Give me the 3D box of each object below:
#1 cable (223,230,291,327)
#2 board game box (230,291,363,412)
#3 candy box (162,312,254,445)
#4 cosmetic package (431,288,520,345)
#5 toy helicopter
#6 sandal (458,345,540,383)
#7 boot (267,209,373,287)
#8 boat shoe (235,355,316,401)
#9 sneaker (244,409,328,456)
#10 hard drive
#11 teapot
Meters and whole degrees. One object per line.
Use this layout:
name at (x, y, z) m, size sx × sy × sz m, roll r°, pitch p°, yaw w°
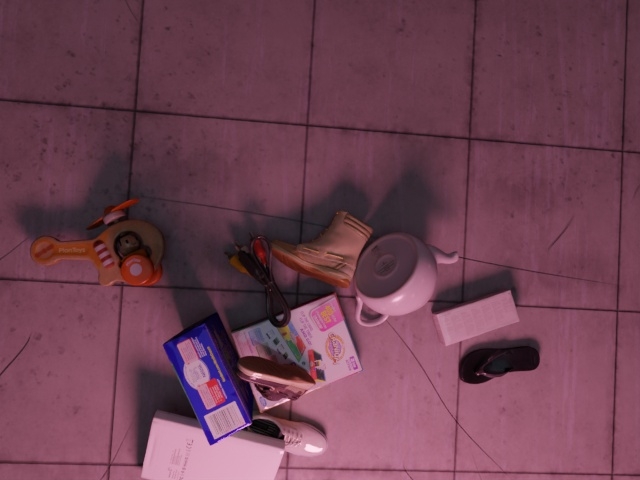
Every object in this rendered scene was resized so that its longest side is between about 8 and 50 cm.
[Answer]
cable at (-0.149, 0.101, 1.581) m, size 0.139 × 0.072 × 0.287 m, roll -38°, pitch 81°, yaw 9°
board game box at (-0.066, 0.314, 1.608) m, size 0.316 × 0.064 × 0.242 m, roll -20°, pitch 90°, yaw -6°
candy box at (-0.277, 0.341, 1.458) m, size 0.122 × 0.317 × 0.268 m, roll -25°, pitch 89°, yaw -5°
cosmetic package at (0.458, 0.226, 1.669) m, size 0.238 × 0.060 × 0.099 m, roll -16°, pitch 91°, yaw -7°
toy helicopter at (-0.604, 0.008, 1.531) m, size 0.354 × 0.140 × 0.235 m, roll -1°, pitch 86°, yaw -4°
sandal at (0.533, 0.363, 1.674) m, size 0.254 × 0.054 × 0.097 m, roll -13°, pitch 89°, yaw -6°
boot at (0.000, 0.000, 1.613) m, size 0.261 × 0.095 × 0.204 m, roll 21°, pitch 71°, yaw 17°
boat shoe at (-0.121, 0.368, 1.455) m, size 0.102 × 0.285 × 0.092 m, roll 33°, pitch 93°, yaw 37°
sneaker at (-0.100, 0.552, 1.580) m, size 0.258 × 0.091 × 0.094 m, roll 17°, pitch 86°, yaw -5°
hard drive at (-0.294, 0.596, 1.532) m, size 0.352 × 0.047 × 0.233 m, roll 16°, pitch 116°, yaw -5°
teapot at (0.227, 0.117, 1.589) m, size 0.187 × 0.255 × 0.253 m, roll 41°, pitch 57°, yaw -39°
